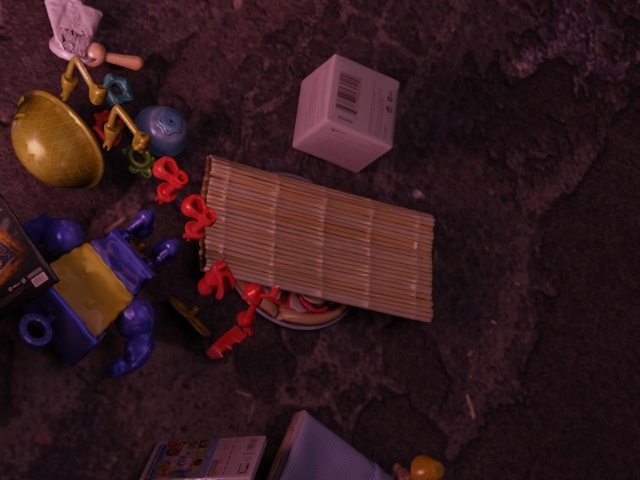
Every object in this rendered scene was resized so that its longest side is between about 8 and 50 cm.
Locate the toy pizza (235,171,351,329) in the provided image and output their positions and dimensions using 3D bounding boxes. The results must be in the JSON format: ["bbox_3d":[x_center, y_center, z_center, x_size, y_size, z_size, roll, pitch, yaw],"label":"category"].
[{"bbox_3d":[-0.029,0.009,2.044,0.201,0.032,0.201,14,63,-28],"label":"toy pizza"}]

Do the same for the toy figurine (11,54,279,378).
[{"bbox_3d":[-0.249,0.017,1.806,0.362,0.191,0.217,50,57,-3],"label":"toy figurine"}]

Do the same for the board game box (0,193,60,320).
[{"bbox_3d":[-0.377,0.042,1.742,0.186,0.026,0.126,-34,90,-5],"label":"board game box"}]

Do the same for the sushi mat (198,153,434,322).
[{"bbox_3d":[0.000,0.000,2.034,0.316,0.019,0.151,14,63,-27],"label":"sushi mat"}]

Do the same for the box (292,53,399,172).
[{"bbox_3d":[0.032,-0.156,2.121,0.102,0.087,0.101,21,59,-25],"label":"box"}]

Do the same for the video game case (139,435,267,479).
[{"bbox_3d":[-0.124,0.235,1.819,0.087,0.122,0.011,-69,153,-64],"label":"video game case"}]

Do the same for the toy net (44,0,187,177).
[{"bbox_3d":[-0.252,-0.177,1.974,0.232,0.045,0.122,49,54,-4],"label":"toy net"}]

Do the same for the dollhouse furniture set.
[{"bbox_3d":[0.010,0.285,1.824,0.286,0.198,0.303,42,52,-20],"label":"dollhouse furniture set"}]
